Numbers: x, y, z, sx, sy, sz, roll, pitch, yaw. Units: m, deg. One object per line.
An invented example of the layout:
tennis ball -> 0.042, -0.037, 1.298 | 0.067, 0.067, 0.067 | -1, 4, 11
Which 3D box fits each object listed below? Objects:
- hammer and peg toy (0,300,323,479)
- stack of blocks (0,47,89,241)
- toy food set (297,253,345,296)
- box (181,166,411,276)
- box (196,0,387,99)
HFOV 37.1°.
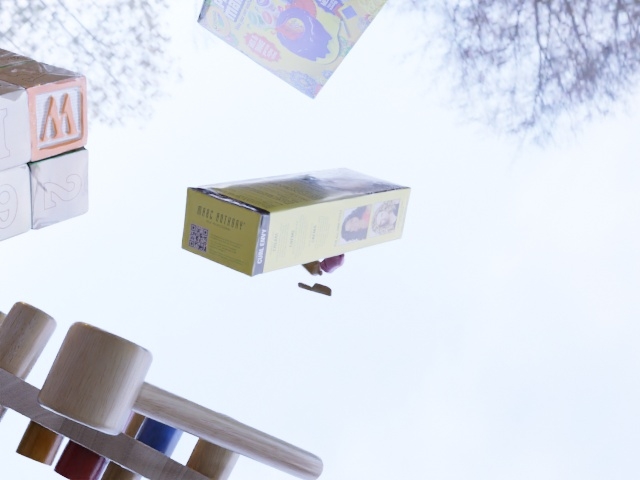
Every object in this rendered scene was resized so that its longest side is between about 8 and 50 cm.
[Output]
hammer and peg toy -> -0.179, 0.159, 0.759 | 0.361, 0.266, 0.127 | -7, -127, 61
stack of blocks -> -0.290, -0.039, 0.493 | 0.171, 0.297, 0.087 | 21, -61, 31
toy food set -> 0.000, 0.000, 1.111 | 0.078, 0.019, 0.122 | 13, -73, 43
box -> -0.015, -0.023, 0.866 | 0.087, 0.232, 0.058 | 19, -70, 32
box -> 0.023, -0.358, 1.063 | 0.177, 0.290, 0.279 | 33, -109, -7
